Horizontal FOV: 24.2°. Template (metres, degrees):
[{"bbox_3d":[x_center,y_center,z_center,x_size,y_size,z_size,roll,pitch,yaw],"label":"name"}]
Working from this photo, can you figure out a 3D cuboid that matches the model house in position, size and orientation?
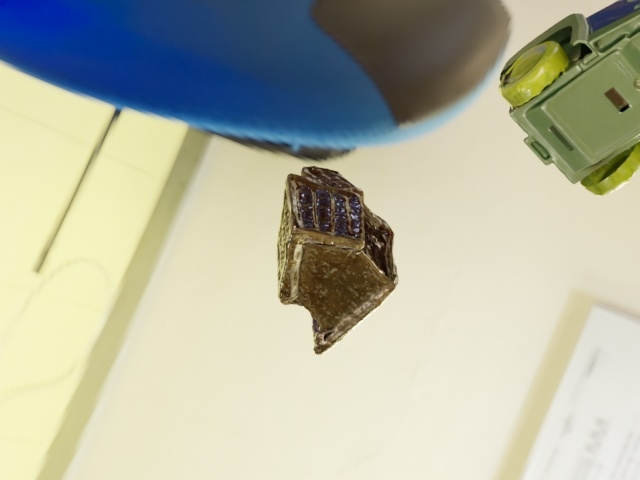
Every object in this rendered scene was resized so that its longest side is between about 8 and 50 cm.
[{"bbox_3d":[0.000,-0.005,1.459,0.152,0.106,0.165,50,21,-37],"label":"model house"}]

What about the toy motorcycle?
[{"bbox_3d":[0.393,-0.225,1.833,0.326,0.191,0.200,-36,-163,27],"label":"toy motorcycle"}]
